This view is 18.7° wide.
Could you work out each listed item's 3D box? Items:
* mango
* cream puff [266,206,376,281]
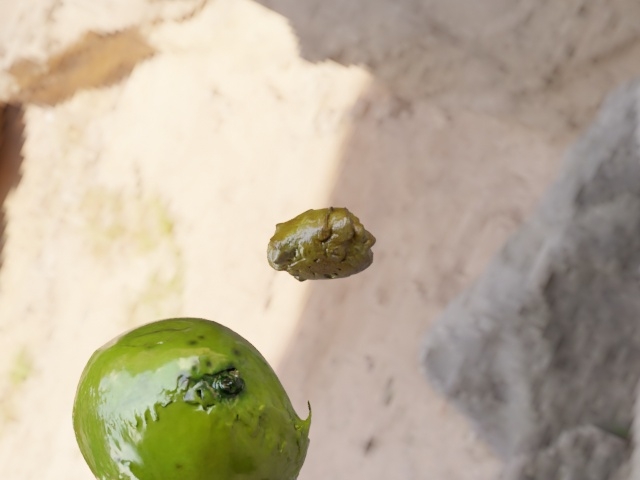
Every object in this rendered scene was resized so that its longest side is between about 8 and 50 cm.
[{"bbox_3d":[-0.080,0.102,1.060,0.100,0.119,0.178,-36,9,-27],"label":"mango"},{"bbox_3d":[0.000,0.000,1.547,0.083,0.083,0.058,-28,49,42],"label":"cream puff"}]
